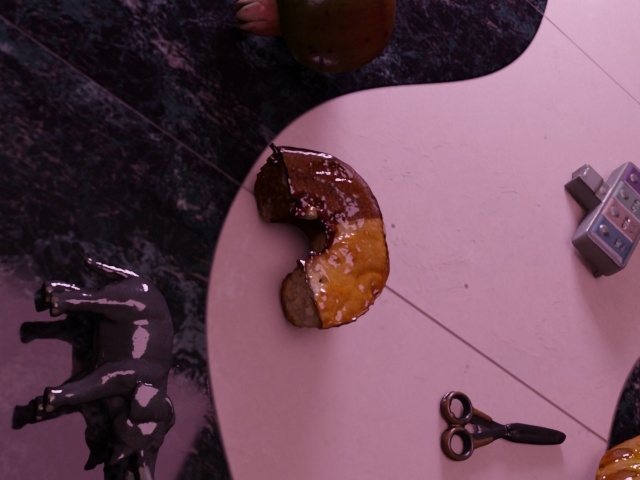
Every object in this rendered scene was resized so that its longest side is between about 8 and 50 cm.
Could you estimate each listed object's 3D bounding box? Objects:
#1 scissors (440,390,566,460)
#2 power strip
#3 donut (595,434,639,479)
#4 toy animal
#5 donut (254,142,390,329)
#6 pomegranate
[{"bbox_3d":[0.248,0.255,1.014,0.220,0.017,0.088,14,65,-29],"label":"scissors"},{"bbox_3d":[0.466,-0.057,1.249,0.145,0.061,0.215,45,54,-2],"label":"power strip"},{"bbox_3d":[0.485,0.329,1.012,0.226,0.226,0.114,-28,99,-36],"label":"donut"},{"bbox_3d":[-0.200,0.145,0.726,0.137,0.082,0.269,-2,73,-32],"label":"toy animal"},{"bbox_3d":[0.001,0.002,0.906,0.141,0.085,0.217,-3,75,-34],"label":"donut"},{"bbox_3d":[-0.007,-0.301,0.974,0.210,0.180,0.180,-4,73,-4],"label":"pomegranate"}]
